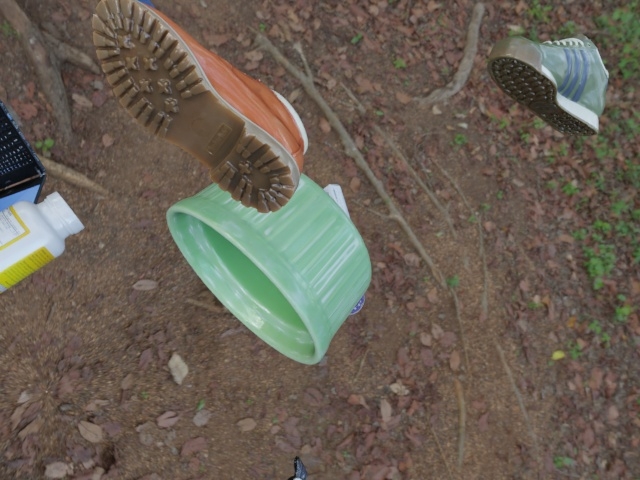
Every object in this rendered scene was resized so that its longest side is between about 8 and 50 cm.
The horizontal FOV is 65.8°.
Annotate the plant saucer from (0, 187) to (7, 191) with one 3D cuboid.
[{"bbox_3d":[-0.780,-0.076,1.104,0.050,0.310,0.311,35,61,-22],"label":"plant saucer"}]

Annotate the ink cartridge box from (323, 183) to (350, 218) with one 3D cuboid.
[{"bbox_3d":[0.000,0.000,1.318,0.045,0.223,0.224,-1,66,-42],"label":"ink cartridge box"}]

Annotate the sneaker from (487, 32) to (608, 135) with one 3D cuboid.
[{"bbox_3d":[0.255,-0.189,0.539,0.192,0.064,0.086,20,88,-36],"label":"sneaker"}]

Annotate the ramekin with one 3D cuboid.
[{"bbox_3d":[-0.069,0.025,0.739,0.303,0.303,0.148,49,66,-8],"label":"ramekin"}]

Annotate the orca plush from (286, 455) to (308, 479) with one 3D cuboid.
[{"bbox_3d":[-0.144,0.586,1.081,0.102,0.151,0.287,31,52,19],"label":"orca plush"}]

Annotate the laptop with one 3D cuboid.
[{"bbox_3d":[-0.607,-0.102,0.856,0.137,0.234,0.265,-53,126,-50],"label":"laptop"}]

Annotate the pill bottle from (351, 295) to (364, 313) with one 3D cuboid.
[{"bbox_3d":[0.073,0.163,1.534,0.111,0.187,0.112,-4,72,11],"label":"pill bottle"}]

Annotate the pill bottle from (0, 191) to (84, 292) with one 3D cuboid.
[{"bbox_3d":[-0.201,0.003,0.324,0.083,0.043,0.043,-38,95,-20],"label":"pill bottle"}]

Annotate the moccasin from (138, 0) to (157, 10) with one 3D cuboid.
[{"bbox_3d":[-0.440,-0.485,1.200,0.137,0.116,0.342,22,40,-63],"label":"moccasin"}]

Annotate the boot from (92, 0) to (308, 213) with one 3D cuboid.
[{"bbox_3d":[-0.071,-0.095,0.327,0.158,0.059,0.085,45,34,-16],"label":"boot"}]
